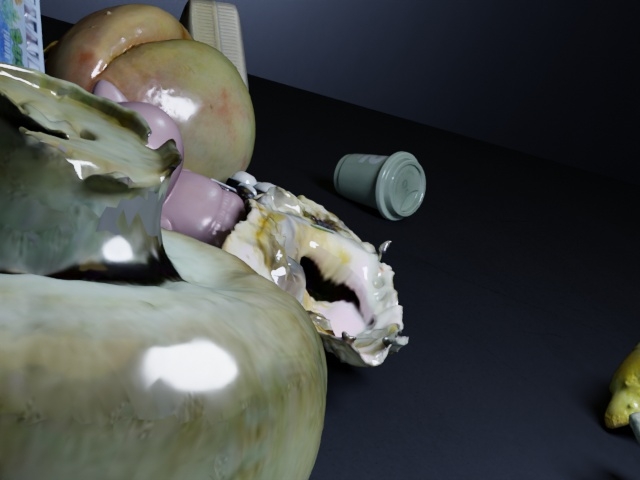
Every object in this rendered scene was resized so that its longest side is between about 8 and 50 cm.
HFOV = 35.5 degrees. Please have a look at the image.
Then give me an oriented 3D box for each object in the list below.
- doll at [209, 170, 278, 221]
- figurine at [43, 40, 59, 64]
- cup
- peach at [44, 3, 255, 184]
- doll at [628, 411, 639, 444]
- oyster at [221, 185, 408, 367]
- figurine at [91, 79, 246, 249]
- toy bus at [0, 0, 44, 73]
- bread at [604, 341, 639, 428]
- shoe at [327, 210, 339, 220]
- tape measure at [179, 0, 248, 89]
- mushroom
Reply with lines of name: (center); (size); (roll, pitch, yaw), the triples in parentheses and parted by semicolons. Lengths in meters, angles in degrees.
doll: (-0.083, -0.042, 1.277); (0.091, 0.067, 0.219); (28, -3, 10)
figurine: (-0.402, -0.271, 1.690); (0.189, 0.142, 0.263); (-13, 25, -19)
cup: (0.100, -0.102, 1.741); (0.141, 0.120, 0.120); (15, 8, 43)
peach: (-0.230, -0.165, 1.296); (0.292, 0.247, 0.292); (31, 24, -16)
doll: (0.371, 0.232, 0.817); (0.275, 0.113, 0.154); (20, 4, 38)
oyster: (-0.008, 0.046, 1.011); (0.201, 0.107, 0.354); (28, 20, -5)
figurine: (-0.181, -0.032, 1.106); (0.287, 0.186, 0.176); (33, 47, -25)
toy bus: (-0.376, -0.187, 1.113); (0.109, 0.330, 0.136); (-18, -24, 18)
bread: (0.406, 0.141, 1.105); (0.160, 0.088, 0.233); (-18, -10, 31)
shoe: (0.001, -0.003, 1.300); (0.069, 0.072, 0.109); (23, 14, -2)
tape measure: (-0.220, -0.281, 1.840); (0.132, 0.231, 0.271); (1, 57, -20)
mushroom: (-0.159, 0.052, 0.513); (0.352, 0.261, 0.352); (21, 11, -5)
